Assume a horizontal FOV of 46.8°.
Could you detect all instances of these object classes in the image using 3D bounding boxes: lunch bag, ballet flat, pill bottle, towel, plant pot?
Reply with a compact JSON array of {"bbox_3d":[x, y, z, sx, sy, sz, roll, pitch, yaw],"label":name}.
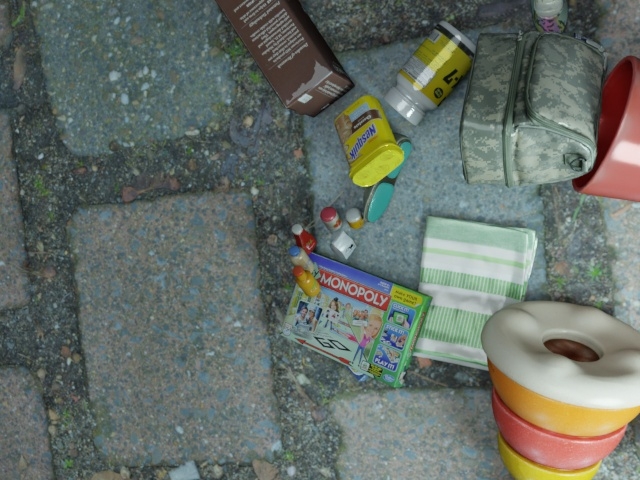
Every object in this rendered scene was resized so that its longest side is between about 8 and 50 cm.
[{"bbox_3d":[0.425,-0.264,1.466,0.256,0.212,0.305,6,56,19],"label":"lunch bag"},{"bbox_3d":[0.140,-0.145,1.694,0.068,0.072,0.213,33,102,42],"label":"ballet flat"},{"bbox_3d":[0.240,-0.361,1.614,0.119,0.119,0.208,43,104,11],"label":"pill bottle"},{"bbox_3d":[0.481,-0.539,1.550,0.077,0.079,0.222,2,94,17],"label":"ballet flat"},{"bbox_3d":[0.337,0.120,1.650,0.247,0.038,0.325,8,95,18],"label":"towel"},{"bbox_3d":[0.655,-0.187,1.428,0.243,0.275,0.275,19,98,2],"label":"plant pot"}]

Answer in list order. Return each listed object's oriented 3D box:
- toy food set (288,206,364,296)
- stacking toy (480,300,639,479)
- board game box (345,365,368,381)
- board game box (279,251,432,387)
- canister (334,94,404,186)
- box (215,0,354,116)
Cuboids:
[{"bbox_3d":[0.000,0.000,1.676,0.111,0.104,0.232,29,75,31],"label":"toy food set"},{"bbox_3d":[0.475,0.394,1.529,0.350,0.350,0.480,13,116,17],"label":"stacking toy"},{"bbox_3d":[0.117,0.207,1.709,0.136,0.035,0.201,46,105,24],"label":"board game box"},{"bbox_3d":[0.075,0.173,1.689,0.317,0.046,0.213,20,94,29],"label":"board game box"},{"bbox_3d":[0.104,-0.224,1.650,0.126,0.073,0.170,-38,54,30],"label":"canister"},{"bbox_3d":[-0.097,-0.477,1.679,0.143,0.191,0.381,-33,83,16],"label":"box"}]
